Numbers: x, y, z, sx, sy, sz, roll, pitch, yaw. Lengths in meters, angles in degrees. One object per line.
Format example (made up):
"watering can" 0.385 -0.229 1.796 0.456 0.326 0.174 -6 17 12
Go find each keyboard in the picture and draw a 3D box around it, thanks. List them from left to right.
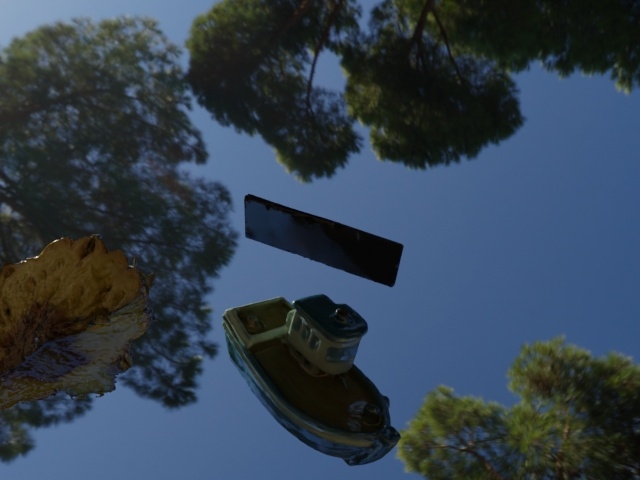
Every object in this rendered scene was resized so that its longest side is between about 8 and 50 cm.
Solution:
"keyboard" 0.001 -0.001 0.908 0.196 0.074 0.015 18 -130 13

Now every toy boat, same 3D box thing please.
"toy boat" -0.006 0.105 0.669 0.215 0.088 0.102 43 -49 38

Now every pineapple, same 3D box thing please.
"pineapple" -0.270 0.088 0.842 0.249 0.164 0.140 -35 -122 14
